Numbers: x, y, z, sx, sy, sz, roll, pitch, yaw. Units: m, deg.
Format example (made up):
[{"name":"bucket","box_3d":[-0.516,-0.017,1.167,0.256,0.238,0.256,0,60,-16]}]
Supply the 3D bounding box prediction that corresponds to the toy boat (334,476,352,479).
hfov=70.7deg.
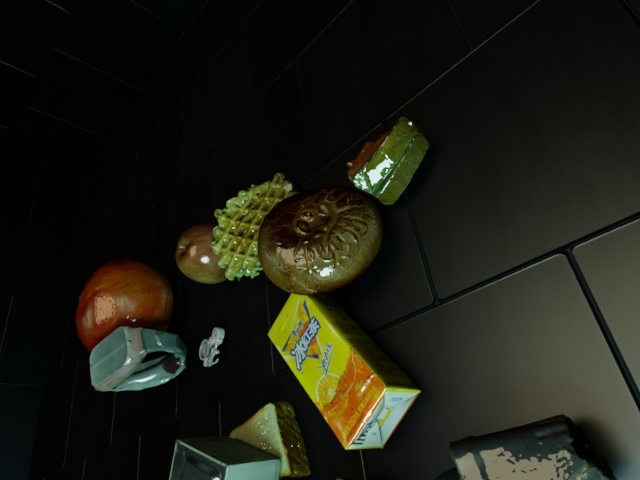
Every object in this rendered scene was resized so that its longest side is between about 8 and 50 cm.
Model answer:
[{"name":"toy boat","box_3d":[-0.013,0.617,0.831,0.445,0.136,0.162,-56,17,18]}]

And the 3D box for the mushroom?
[{"name":"mushroom","box_3d":[-0.005,-0.013,1.022,0.297,0.163,0.278,-21,42,3]}]

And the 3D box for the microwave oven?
[{"name":"microwave oven","box_3d":[-0.211,0.514,0.973,0.205,0.163,0.129,-5,74,45]}]

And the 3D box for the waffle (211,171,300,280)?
[{"name":"waffle","box_3d":[-0.176,-0.041,1.292,0.317,0.073,0.297,-31,52,15]}]

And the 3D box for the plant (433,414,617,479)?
[{"name":"plant","box_3d":[0.267,0.351,0.632,0.256,0.142,0.164,-38,49,17]}]

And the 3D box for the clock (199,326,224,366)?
[{"name":"clock","box_3d":[-0.328,0.322,1.371,0.129,0.041,0.087,-53,39,26]}]

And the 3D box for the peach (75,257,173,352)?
[{"name":"peach","box_3d":[-0.696,0.242,1.617,0.373,0.290,0.372,-11,72,39]}]

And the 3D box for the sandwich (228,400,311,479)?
[{"name":"sandwich","box_3d":[-0.131,0.499,1.064,0.214,0.065,0.186,-47,45,25]}]

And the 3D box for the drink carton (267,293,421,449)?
[{"name":"drink carton","box_3d":[0.032,0.250,0.955,0.154,0.111,0.351,-60,40,10]}]

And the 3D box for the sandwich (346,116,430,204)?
[{"name":"sandwich","box_3d":[0.151,-0.183,1.016,0.184,0.109,0.160,-52,16,15]}]

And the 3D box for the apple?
[{"name":"apple","box_3d":[-0.356,0.041,1.417,0.188,0.174,0.188,-19,64,43]}]

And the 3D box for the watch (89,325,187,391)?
[{"name":"watch","box_3d":[-0.571,0.387,1.454,0.253,0.241,0.161,-36,52,11]}]
